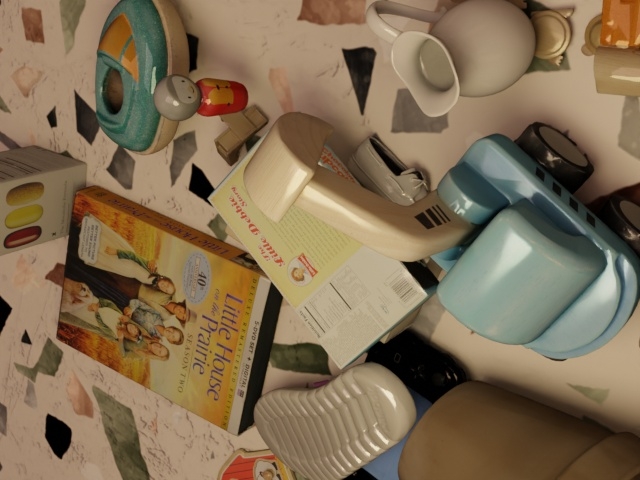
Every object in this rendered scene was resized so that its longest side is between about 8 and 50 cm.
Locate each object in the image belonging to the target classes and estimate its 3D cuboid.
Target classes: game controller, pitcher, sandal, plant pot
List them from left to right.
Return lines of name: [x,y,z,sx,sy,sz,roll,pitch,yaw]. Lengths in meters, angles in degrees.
sandal: [0.034,0.275,1.505,0.416,0.102,0.169,-28,91,56]
game controller: [0.112,0.292,1.531,0.166,0.067,0.319,29,115,21]
pitcher: [0.169,-0.257,1.259,0.178,0.207,0.125,50,137,14]
plant pot: [0.269,0.343,1.341,0.280,0.323,0.323,38,120,35]

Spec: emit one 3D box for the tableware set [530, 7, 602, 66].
tableware set: [0.337,-0.307,1.269,0.141,0.020,0.168,15,111,27]

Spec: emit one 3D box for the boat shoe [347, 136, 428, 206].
boat shoe: [0.122,-0.081,1.433,0.184,0.066,0.063,46,122,23]

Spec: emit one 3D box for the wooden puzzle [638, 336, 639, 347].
wooden puzzle: [0.548,0.054,1.109,0.322,0.080,0.348,11,132,16]

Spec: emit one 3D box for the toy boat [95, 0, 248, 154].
toy boat: [-0.258,-0.250,1.516,0.318,0.148,0.267,25,115,43]

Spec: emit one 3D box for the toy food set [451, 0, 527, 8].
toy food set: [0.225,-0.409,1.301,0.132,0.038,0.192,12,120,33]

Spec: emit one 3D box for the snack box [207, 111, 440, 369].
snack box: [0.000,0.000,1.389,0.187,0.060,0.322,-44,79,30]

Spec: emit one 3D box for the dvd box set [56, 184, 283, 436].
dvd box set: [-0.271,0.118,1.708,0.420,0.062,0.307,24,114,23]

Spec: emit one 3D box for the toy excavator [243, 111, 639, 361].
toy excavator: [0.174,-0.012,1.189,0.433,0.445,0.222,44,120,12]

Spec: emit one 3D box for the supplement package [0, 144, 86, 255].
supplement package: [-0.542,-0.069,1.707,0.134,0.244,0.139,19,112,25]

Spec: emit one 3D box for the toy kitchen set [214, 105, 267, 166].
toy kitchen set: [-0.137,-0.178,1.571,0.083,0.075,0.068,-41,82,-9]

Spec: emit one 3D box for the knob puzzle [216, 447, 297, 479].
knob puzzle: [-0.117,0.460,1.730,0.213,0.030,0.213,8,107,28]

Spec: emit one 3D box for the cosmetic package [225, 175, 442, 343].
cosmetic package: [0.026,-0.005,1.475,0.309,0.113,0.160,34,117,20]

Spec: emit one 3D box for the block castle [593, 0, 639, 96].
block castle: [0.439,-0.368,1.027,0.213,0.303,0.453,10,109,27]
